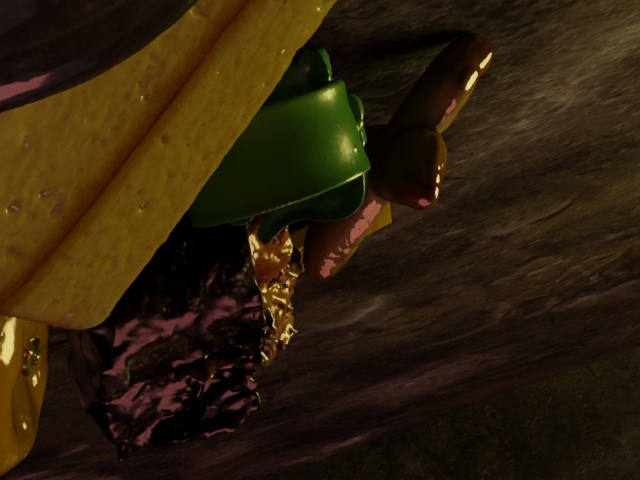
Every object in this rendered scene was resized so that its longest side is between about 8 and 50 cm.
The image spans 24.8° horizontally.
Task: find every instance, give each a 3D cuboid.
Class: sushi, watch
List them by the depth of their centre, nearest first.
[{"bbox_3d":[-0.046,-0.052,1.018,0.165,0.131,0.152,-13,-169,22],"label":"watch"},{"bbox_3d":[-0.122,0.058,1.268,0.208,0.234,0.348,-13,169,-8],"label":"sushi"}]

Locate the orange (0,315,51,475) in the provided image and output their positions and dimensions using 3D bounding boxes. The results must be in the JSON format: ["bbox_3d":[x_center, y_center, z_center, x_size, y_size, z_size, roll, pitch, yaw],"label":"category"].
[{"bbox_3d":[-0.311,0.073,1.050,0.235,0.279,0.279,-5,165,5],"label":"orange"}]

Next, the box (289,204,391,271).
[{"bbox_3d":[0.000,0.000,1.476,0.155,0.023,0.087,-29,168,-3],"label":"box"}]

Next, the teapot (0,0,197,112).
[{"bbox_3d":[-0.095,-0.193,0.428,0.322,0.239,0.239,-8,150,-7],"label":"teapot"}]

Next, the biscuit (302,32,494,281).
[{"bbox_3d":[0.056,-0.063,1.174,0.047,0.164,0.208,28,150,-13],"label":"biscuit"}]

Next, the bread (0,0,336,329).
[{"bbox_3d":[-0.151,-0.148,0.846,0.361,0.245,0.233,-50,154,10],"label":"bread"}]
